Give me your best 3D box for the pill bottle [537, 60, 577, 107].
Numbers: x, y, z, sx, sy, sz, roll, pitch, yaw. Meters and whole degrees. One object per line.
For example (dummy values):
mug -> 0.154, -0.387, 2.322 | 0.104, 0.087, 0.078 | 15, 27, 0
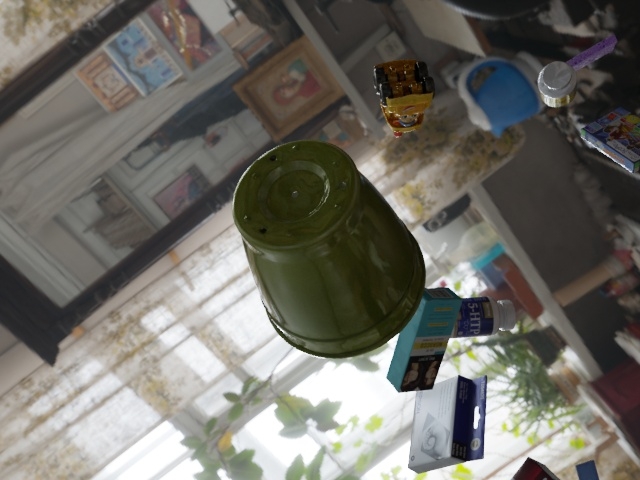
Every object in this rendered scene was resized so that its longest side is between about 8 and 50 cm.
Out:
pill bottle -> 0.665, -0.442, 1.801 | 0.103, 0.103, 0.184 | 53, -163, 15

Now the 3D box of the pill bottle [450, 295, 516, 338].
pill bottle -> 0.436, 0.212, 1.779 | 0.112, 0.187, 0.111 | 176, 90, -87

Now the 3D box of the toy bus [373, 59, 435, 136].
toy bus -> 0.233, -0.379, 1.811 | 0.220, 0.150, 0.211 | -98, 2, -51

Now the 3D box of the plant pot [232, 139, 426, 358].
plant pot -> 0.000, 0.000, 1.259 | 0.366, 0.367, 0.353 | 55, 177, 34

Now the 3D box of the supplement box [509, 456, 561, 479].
supplement box -> 0.491, 0.583, 1.338 | 0.073, 0.130, 0.239 | 34, -176, -29

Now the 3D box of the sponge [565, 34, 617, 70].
sponge -> 0.877, -0.603, 2.133 | 0.031, 0.210, 0.117 | 63, -165, 7

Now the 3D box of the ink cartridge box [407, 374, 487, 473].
ink cartridge box -> 0.314, 0.452, 1.598 | 0.045, 0.224, 0.223 | 32, -132, -21

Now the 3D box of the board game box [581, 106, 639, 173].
board game box -> 0.830, -0.276, 1.738 | 0.201, 0.136, 0.035 | 57, 173, 45

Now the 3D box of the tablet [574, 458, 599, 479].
tablet -> 0.669, 0.593, 1.599 | 0.006, 0.054, 0.083 | 151, 105, -80

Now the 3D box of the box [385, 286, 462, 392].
box -> 0.231, 0.225, 1.445 | 0.101, 0.244, 0.060 | 1, -155, -27
